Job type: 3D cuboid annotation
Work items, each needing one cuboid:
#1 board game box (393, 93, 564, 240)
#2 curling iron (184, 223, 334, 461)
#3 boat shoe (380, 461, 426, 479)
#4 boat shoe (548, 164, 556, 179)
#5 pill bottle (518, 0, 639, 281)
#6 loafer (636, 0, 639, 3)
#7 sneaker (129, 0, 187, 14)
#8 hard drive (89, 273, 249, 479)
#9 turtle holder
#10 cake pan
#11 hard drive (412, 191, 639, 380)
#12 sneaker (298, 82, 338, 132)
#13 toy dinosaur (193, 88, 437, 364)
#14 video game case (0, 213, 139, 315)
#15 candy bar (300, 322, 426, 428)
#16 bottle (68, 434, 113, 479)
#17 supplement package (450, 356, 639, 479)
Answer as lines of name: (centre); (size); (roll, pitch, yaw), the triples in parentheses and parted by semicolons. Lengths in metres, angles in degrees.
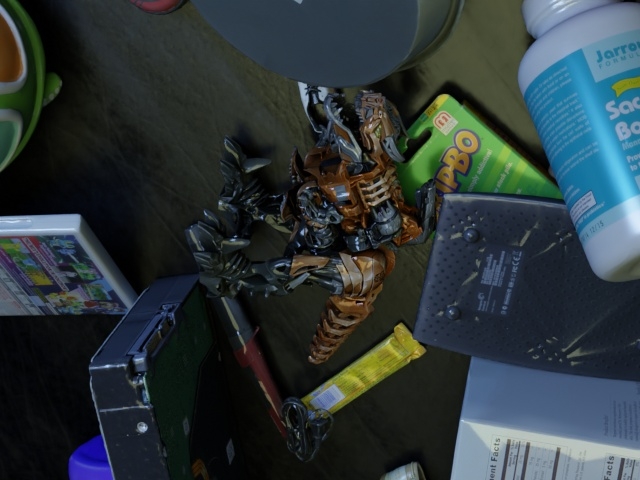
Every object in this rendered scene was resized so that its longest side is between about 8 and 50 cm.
board game box: (0.179, -0.022, 1.452); (0.259, 0.039, 0.124); (39, 110, -8)
curling iron: (-0.066, 0.104, 1.536); (0.068, 0.035, 0.274); (-26, 94, 37)
boat shoe: (0.120, 0.305, 1.570); (0.048, 0.056, 0.153); (-29, 95, 23)
boat shoe: (0.315, -0.064, 1.400); (0.190, 0.068, 0.072); (19, 100, 3)
pill bottle: (0.265, -0.107, 1.310); (0.146, 0.146, 0.264); (-25, 73, 17)
loafer: (0.395, -0.268, 1.310); (0.251, 0.087, 0.094); (-18, 131, 27)
sneaker: (-0.221, -0.320, 1.366); (0.097, 0.135, 0.276); (-31, 102, 17)
hard drive: (-0.139, 0.230, 1.491); (0.064, 0.237, 0.339); (-6, 109, 12)
turtle holder: (-0.430, -0.134, 1.419); (0.320, 0.227, 0.243); (-11, 108, 13)
cake pan: (-0.016, -0.247, 1.290); (0.293, 0.054, 0.293); (22, 144, 17)
hard drive: (0.225, 0.039, 1.412); (0.254, 0.054, 0.172); (9, 114, -2)
sneaker: (-0.003, -0.154, 1.435); (0.040, 0.044, 0.109); (-16, 104, 17)
toy dinosaur: (0.000, 0.000, 1.426); (0.218, 0.164, 0.322); (7, 110, 4)
video game case: (-0.297, 0.028, 1.492); (0.183, 0.023, 0.201); (-1, 153, 11)
candy bar: (0.036, 0.145, 1.546); (0.161, 0.018, 0.040); (-37, 96, 20)
bottle: (-0.191, 0.350, 1.612); (0.118, 0.092, 0.283); (3, 112, 40)
supplement package: (0.260, 0.236, 1.440); (0.262, 0.199, 0.198); (9, 111, 7)
